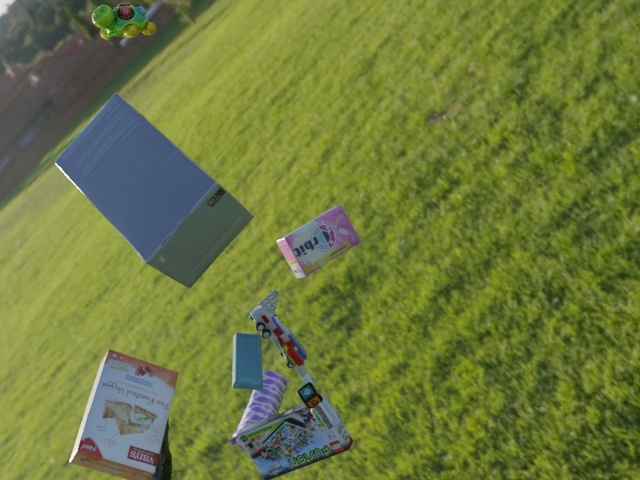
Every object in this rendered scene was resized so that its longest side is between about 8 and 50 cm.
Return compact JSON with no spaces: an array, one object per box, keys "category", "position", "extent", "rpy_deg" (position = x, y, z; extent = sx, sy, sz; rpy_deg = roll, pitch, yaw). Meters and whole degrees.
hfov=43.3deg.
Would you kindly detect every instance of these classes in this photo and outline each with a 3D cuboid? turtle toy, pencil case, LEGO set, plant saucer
[{"category":"turtle toy","position":[-0.396,-0.436,1.600],"extent":[0.095,0.066,0.130],"rpy_deg":[6,20,34]},{"category":"pencil case","position":[-0.145,0.409,1.928],"extent":[0.088,0.086,0.206],"rpy_deg":[4,44,20]},{"category":"LEGO set","position":[-0.019,0.164,1.074],"extent":[0.060,0.182,0.244],"rpy_deg":[-36,-11,-1]},{"category":"plant saucer","position":[-0.161,0.264,1.787],"extent":[0.192,0.067,0.018],"rpy_deg":[-100,18,-62]}]

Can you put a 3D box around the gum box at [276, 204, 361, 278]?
[{"category":"gum box","position":[0.000,0.000,1.974],"extent":[0.188,0.107,0.062],"rpy_deg":[-31,6,-25]}]

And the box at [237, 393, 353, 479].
[{"category":"box","position":[-0.051,0.387,1.577],"extent":[0.207,0.114,0.036],"rpy_deg":[-28,8,26]}]

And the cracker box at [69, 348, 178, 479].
[{"category":"cracker box","position":[-0.387,0.350,1.609],"extent":[0.067,0.155,0.232],"rpy_deg":[-51,24,44]}]

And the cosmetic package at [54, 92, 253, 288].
[{"category":"cosmetic package","position":[-0.209,-0.065,0.999],"extent":[0.127,0.107,0.238],"rpy_deg":[-47,59,-1]}]

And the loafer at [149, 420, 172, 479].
[{"category":"loafer","position":[-0.371,0.459,1.759],"extent":[0.078,0.076,0.223],"rpy_deg":[-8,78,7]}]
